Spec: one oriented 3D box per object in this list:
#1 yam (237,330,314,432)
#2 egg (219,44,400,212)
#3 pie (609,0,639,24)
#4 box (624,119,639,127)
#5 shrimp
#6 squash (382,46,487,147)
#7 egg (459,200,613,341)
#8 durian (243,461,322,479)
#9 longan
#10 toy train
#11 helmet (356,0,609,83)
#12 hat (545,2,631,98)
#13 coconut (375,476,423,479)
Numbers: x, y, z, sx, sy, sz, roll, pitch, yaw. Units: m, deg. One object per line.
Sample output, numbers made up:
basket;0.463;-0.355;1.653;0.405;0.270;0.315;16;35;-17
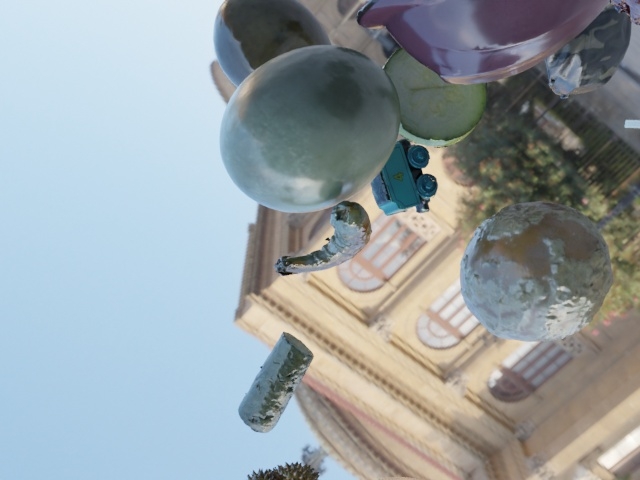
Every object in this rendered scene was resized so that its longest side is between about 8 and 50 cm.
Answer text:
yam;-0.074;0.239;1.262;0.078;0.179;0.078;26;-164;-8
egg;-0.012;-0.181;1.203;0.258;0.258;0.352;44;-132;4
pie;0.289;-0.231;0.647;0.154;0.036;0.154;43;-176;-4
box;0.798;-0.273;1.765;0.090;0.024;0.167;5;-170;2
shrimp;0.000;0.000;1.163;0.161;0.166;0.049;77;174;-62
squash;0.219;-0.289;1.447;0.219;0.219;0.041;43;167;0
egg;0.300;0.046;1.059;0.204;0.245;0.203;6;-109;-18
durian;-0.056;0.404;1.106;0.137;0.158;0.168;50;163;-20
longan;-0.122;-0.503;1.947;0.350;0.288;0.288;27;-156;-32
toy train;0.206;-0.156;1.877;0.107;0.155;0.197;157;98;-69
helmet;0.236;-0.316;0.990;0.197;0.338;0.271;58;-159;4
hat;0.671;-0.491;1.656;0.366;0.382;0.257;-43;-70;-46
coconut;0.113;0.372;0.840;0.237;0.197;0.237;34;163;12
